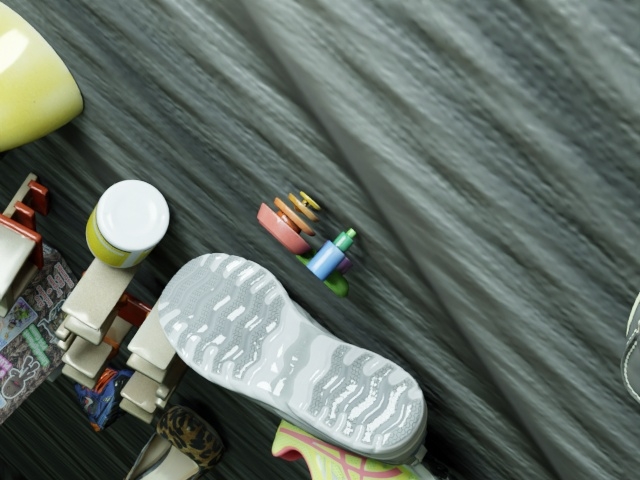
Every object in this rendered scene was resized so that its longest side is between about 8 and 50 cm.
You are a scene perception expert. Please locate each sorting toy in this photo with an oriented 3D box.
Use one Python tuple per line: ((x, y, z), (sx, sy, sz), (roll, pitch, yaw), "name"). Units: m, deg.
((0.000, 0.000, 0.992), (0.102, 0.042, 0.061), (44, 178, -38), "sorting toy")

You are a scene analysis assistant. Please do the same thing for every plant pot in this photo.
((-0.284, -0.127, 1.164), (0.134, 0.095, 0.134), (36, 158, 17), "plant pot")

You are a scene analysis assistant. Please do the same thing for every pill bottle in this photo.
((-0.179, -0.011, 1.243), (0.065, 0.065, 0.116), (44, 158, -3), "pill bottle")

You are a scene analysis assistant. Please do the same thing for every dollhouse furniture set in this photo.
((-0.230, 0.056, 1.433), (0.259, 0.135, 0.262), (30, 159, 1), "dollhouse furniture set")

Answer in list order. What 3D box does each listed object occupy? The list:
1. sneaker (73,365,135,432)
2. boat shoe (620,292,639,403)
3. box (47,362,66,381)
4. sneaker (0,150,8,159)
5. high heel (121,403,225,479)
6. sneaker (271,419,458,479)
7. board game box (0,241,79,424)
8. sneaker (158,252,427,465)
((-0.296, 0.205, 1.855), (0.087, 0.083, 0.221), (52, 155, -1), "sneaker")
((0.193, 0.052, 0.685), (0.080, 0.073, 0.223), (41, 159, 7), "boat shoe")
((-0.452, 0.060, 1.872), (0.067, 0.063, 0.324), (15, 145, 54), "box")
((-0.382, -0.145, 1.314), (0.121, 0.099, 0.262), (44, 158, 11), "sneaker")
((-0.214, 0.310, 1.752), (0.093, 0.186, 0.261), (41, 159, 6), "high heel")
((0.041, 0.207, 1.206), (0.208, 0.094, 0.081), (32, 176, 34), "sneaker")
((-0.460, 0.113, 1.668), (0.232, 0.291, 0.141), (26, 153, 37), "board game box")
((-0.027, 0.114, 1.159), (0.281, 0.105, 0.115), (34, 164, 30), "sneaker")
